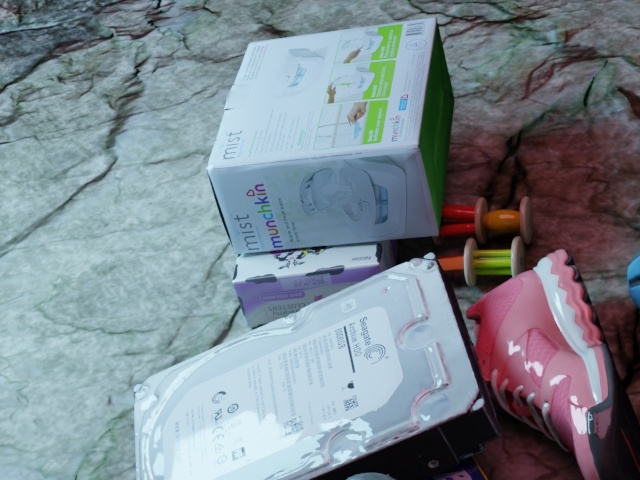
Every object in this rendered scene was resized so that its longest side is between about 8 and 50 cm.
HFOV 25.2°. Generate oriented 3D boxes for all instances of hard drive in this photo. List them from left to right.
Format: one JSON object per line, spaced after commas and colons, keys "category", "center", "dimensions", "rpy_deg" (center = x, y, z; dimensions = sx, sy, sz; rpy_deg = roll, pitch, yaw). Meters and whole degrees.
{"category": "hard drive", "center": [-0.015, 0.160, 1.344], "dimensions": [0.339, 0.064, 0.237], "rpy_deg": [-23, 35, 9]}

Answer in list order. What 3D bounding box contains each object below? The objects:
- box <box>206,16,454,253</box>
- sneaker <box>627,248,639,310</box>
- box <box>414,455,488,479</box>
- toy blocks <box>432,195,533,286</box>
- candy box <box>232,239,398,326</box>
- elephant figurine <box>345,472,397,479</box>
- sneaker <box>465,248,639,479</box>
{"category": "box", "center": [0.018, -0.120, 1.576], "dimensions": [0.231, 0.126, 0.262], "rpy_deg": [-7, 37, 14]}
{"category": "sneaker", "center": [0.471, 0.023, 1.379], "dimensions": [0.341, 0.125, 0.139], "rpy_deg": [-7, 10, 17]}
{"category": "box", "center": [0.136, 0.254, 1.230], "dimensions": [0.059, 0.054, 0.169], "rpy_deg": [-22, 38, -7]}
{"category": "toy blocks", "center": [0.149, 0.001, 1.548], "dimensions": [0.148, 0.054, 0.123], "rpy_deg": [-1, 39, 19]}
{"category": "candy box", "center": [0.000, 0.000, 1.591], "dimensions": [0.165, 0.070, 0.196], "rpy_deg": [-7, 37, 12]}
{"category": "elephant figurine", "center": [0.030, 0.257, 1.131], "dimensions": [0.239, 0.186, 0.169], "rpy_deg": [-40, 24, 13]}
{"category": "sneaker", "center": [0.210, 0.137, 1.331], "dimensions": [0.136, 0.116, 0.314], "rpy_deg": [-22, 29, 9]}
